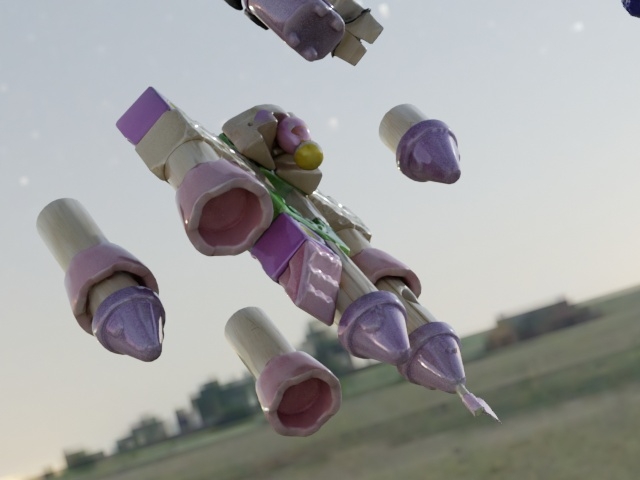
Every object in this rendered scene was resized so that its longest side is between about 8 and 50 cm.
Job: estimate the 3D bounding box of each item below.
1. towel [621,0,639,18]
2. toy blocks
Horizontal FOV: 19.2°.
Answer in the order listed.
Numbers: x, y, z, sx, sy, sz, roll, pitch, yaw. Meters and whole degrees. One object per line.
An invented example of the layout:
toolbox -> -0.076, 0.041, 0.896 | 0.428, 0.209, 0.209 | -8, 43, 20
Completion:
towel -> 0.351, -0.203, 1.134 | 0.308, 0.076, 0.227 | 10, -44, -3
toy blocks -> 0.000, 0.000, 1.415 | 0.289, 0.260, 0.309 | 32, -79, -41
